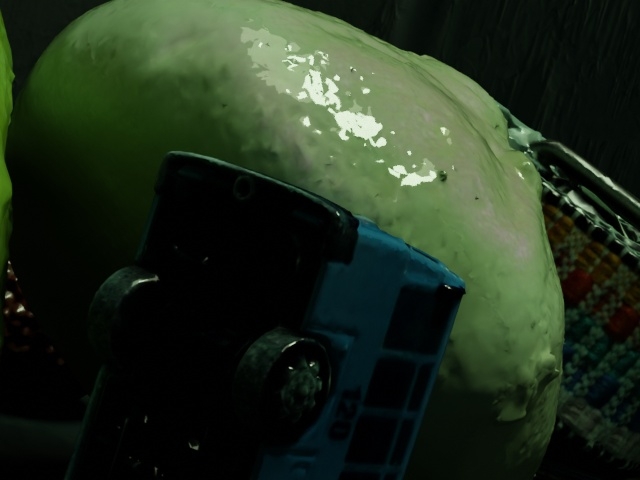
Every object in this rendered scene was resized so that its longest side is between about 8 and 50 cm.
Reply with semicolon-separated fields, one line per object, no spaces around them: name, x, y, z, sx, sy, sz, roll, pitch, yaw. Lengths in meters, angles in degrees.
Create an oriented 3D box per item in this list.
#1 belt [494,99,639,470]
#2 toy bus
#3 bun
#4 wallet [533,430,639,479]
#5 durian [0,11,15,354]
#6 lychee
belt;0.137;0.019;1.109;0.257;0.150;0.207;40;10;17
toy bus;-0.026;0.071;0.594;0.090;0.185;0.106;22;5;41
bun;0.000;0.000;0.794;0.293;0.293;0.187;21;46;36
wallet;0.207;0.152;1.214;0.169;0.044;0.317;21;8;13
durian;-0.218;-0.022;0.682;0.204;0.340;0.256;-3;-20;2
lychee;-0.150;0.030;0.971;0.123;0.123;0.129;19;5;26
